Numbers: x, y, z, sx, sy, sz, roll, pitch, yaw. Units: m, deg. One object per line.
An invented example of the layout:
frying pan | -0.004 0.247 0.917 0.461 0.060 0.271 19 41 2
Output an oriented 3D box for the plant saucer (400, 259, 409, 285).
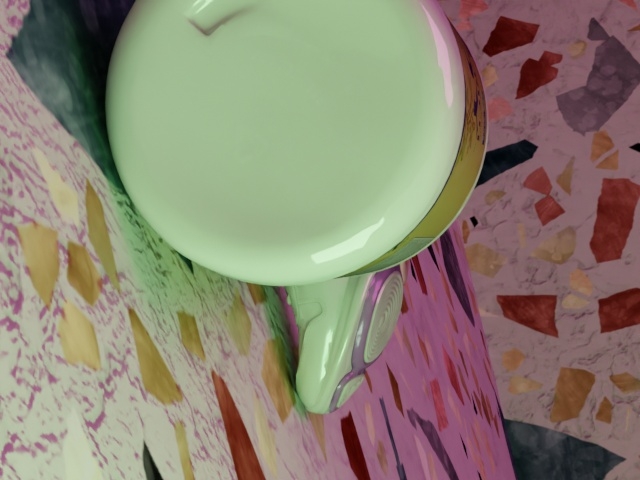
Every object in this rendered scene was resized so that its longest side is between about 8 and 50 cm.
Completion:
plant saucer | 0.050 -0.079 1.554 0.332 0.084 0.332 1 90 -84

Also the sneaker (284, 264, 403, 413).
sneaker | 0.000 0.000 1.350 0.114 0.152 0.305 21 76 -71

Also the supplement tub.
supplement tub | 0.000 -0.090 1.114 0.331 0.241 0.241 -4 77 -80
